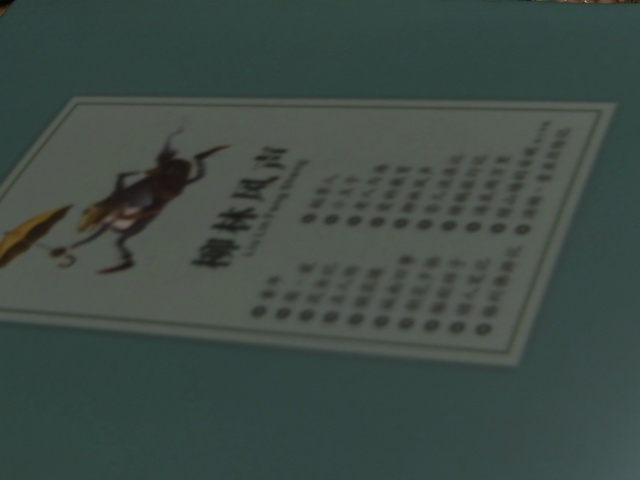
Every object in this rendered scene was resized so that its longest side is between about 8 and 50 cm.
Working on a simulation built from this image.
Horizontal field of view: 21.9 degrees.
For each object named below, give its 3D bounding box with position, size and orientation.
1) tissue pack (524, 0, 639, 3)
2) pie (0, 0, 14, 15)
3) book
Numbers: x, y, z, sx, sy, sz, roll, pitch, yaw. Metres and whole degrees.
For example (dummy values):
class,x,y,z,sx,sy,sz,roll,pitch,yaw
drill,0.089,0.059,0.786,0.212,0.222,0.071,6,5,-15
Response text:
class,x,y,z,sx,sy,sz,roll,pitch,yaw
tissue pack,0.148,-0.116,0.749,0.159,0.125,0.234,-1,20,12
pie,-0.142,-0.145,0.986,0.306,0.071,0.306,-6,23,3
book,0.000,0.000,0.517,0.379,0.031,0.264,4,41,26
